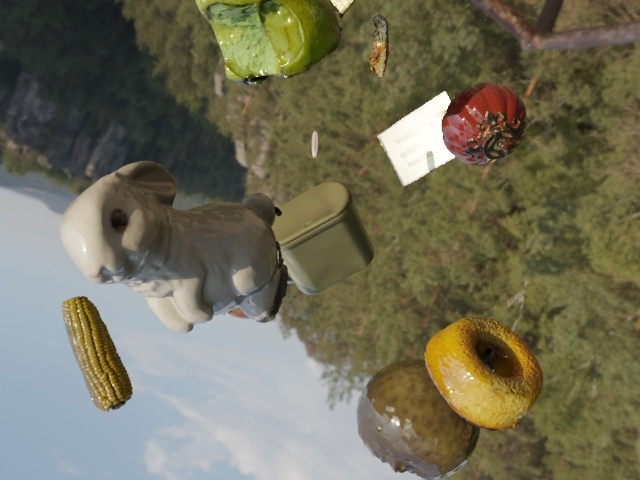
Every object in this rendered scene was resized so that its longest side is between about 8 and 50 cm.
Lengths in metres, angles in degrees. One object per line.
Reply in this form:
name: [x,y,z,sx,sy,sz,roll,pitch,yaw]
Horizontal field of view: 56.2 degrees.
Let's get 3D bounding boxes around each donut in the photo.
donut: [0.403,0.302,1.441,0.303,0.110,0.302,19,-141,-17]

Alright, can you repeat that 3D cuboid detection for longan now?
longan: [0.306,0.562,1.896,0.392,0.390,0.391,22,175,2]

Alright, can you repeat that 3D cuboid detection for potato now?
potato: [0.078,-0.765,1.875,0.096,0.103,0.066,56,-156,-2]

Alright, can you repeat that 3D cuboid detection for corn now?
corn: [-0.425,0.212,1.140,0.080,0.080,0.230,52,-166,-80]

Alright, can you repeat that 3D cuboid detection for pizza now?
pizza: [0.172,-0.560,1.760,0.063,0.161,0.182,-2,-176,6]

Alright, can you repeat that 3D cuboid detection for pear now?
pear: [-0.101,-0.442,1.109,0.239,0.163,0.255,-7,137,13]

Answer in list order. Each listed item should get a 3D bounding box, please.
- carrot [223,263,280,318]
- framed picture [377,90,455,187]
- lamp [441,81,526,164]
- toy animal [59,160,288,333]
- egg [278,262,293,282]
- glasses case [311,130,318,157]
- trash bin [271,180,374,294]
carrot: [-0.219,0.146,1.830,0.214,0.193,0.331,66,-173,8]
framed picture: [0.400,-0.385,2.311,0.324,0.244,0.013,-30,171,28]
lamp: [0.430,-0.301,1.574,0.227,0.226,0.227,22,175,2]
toy animal: [-0.208,0.001,0.881,0.194,0.257,0.357,-10,154,31]
egg: [-0.124,0.067,2.131,0.169,0.169,0.231,25,165,-33]
glasses case: [-0.017,-0.301,1.879,0.021,0.083,0.032,2,171,-9]
trash bin: [0.000,0.000,1.497,0.247,0.244,0.121,58,-177,-48]
